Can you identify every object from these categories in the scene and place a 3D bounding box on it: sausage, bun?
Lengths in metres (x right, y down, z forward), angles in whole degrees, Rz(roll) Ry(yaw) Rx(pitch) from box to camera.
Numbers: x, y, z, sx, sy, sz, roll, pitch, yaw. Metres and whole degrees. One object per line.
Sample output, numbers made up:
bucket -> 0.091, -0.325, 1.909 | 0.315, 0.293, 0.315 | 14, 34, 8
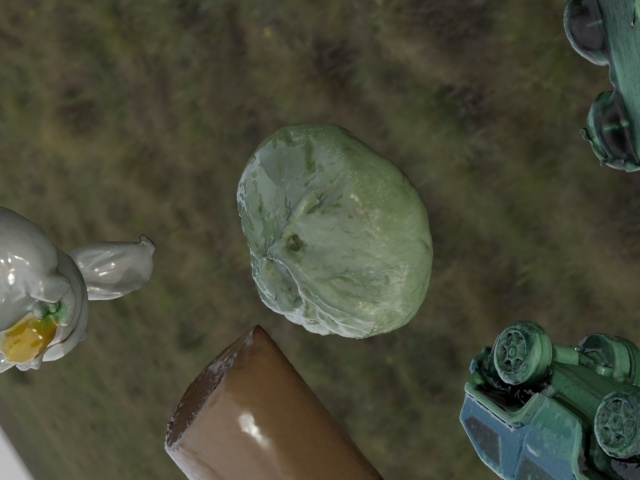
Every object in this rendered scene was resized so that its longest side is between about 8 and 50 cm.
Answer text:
sausage -> -0.021, 0.197, 1.111 | 0.253, 0.123, 0.123 | 53, 166, -14
bun -> 0.000, 0.000, 1.256 | 0.212, 0.126, 0.204 | 29, 134, 43

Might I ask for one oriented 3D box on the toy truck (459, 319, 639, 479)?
toy truck -> 0.259, 0.179, 1.290 | 0.279, 0.155, 0.156 | 36, 111, 54

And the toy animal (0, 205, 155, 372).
toy animal -> -0.308, 0.048, 1.420 | 0.154, 0.208, 0.325 | 55, -157, 10

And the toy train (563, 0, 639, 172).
toy train -> 0.410, -0.198, 1.537 | 0.167, 0.238, 0.299 | 171, 90, -67
